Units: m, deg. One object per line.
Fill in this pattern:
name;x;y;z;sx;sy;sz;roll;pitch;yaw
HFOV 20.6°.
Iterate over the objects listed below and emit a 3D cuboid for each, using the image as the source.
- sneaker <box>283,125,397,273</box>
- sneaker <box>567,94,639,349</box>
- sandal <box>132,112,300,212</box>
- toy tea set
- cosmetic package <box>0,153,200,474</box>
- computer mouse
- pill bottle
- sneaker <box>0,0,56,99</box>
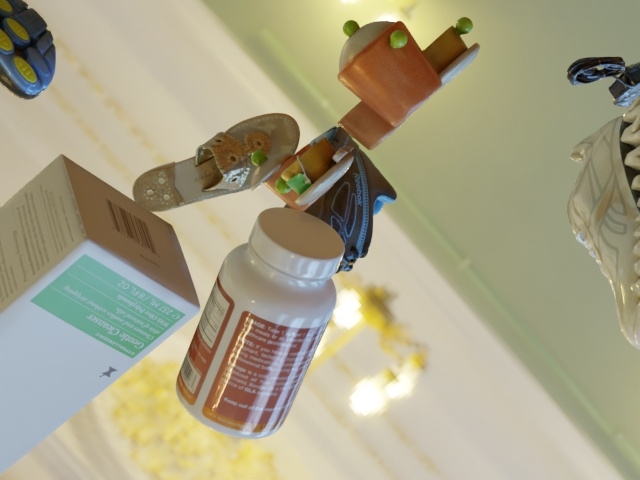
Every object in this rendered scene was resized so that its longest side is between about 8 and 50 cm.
sneaker;0.000;0.000;2.247;0.139;0.125;0.341;42;-130;-15
sneaker;0.304;-0.006;1.723;0.110;0.118;0.292;40;-140;-35
sandal;-0.137;-0.092;2.307;0.079;0.240;0.088;-75;-38;-79
toy tea set;0.022;-0.154;2.026;0.124;0.336;0.200;49;-154;0
cosmetic package;-0.341;0.098;1.987;0.197;0.365;0.155;33;-157;-42
computer mouse;0.356;-0.201;2.106;0.242;0.071;0.041;6;-122;-57
pill bottle;-0.056;0.080;1.741;0.121;0.216;0.121;19;-152;-10
sneaker;-0.274;-0.160;1.348;0.188;0.078;0.067;34;-149;23
